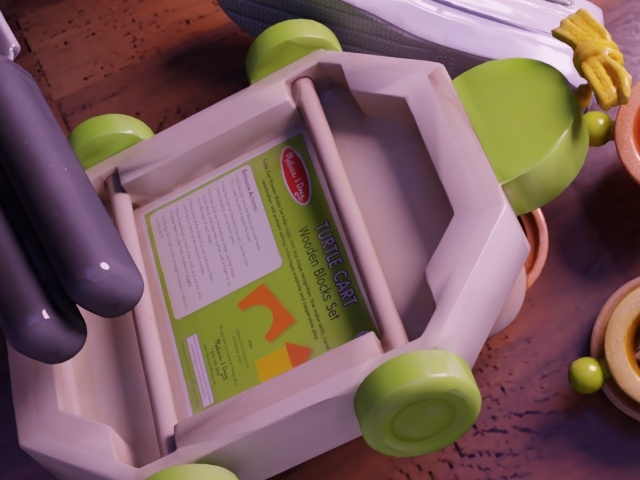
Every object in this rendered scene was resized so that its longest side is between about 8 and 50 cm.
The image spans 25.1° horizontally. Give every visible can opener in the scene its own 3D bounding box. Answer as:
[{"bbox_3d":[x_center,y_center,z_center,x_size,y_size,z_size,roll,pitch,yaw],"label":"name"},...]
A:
[{"bbox_3d":[-0.165,-0.052,0.770,0.076,0.095,0.283,-39,58,9],"label":"can opener"}]

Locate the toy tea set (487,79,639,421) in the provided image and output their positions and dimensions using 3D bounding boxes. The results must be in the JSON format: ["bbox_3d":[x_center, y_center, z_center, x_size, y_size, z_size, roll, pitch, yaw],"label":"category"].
[{"bbox_3d":[0.208,-0.014,0.732,0.336,0.124,0.200,-27,80,5],"label":"toy tea set"}]

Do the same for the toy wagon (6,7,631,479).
[{"bbox_3d":[0.000,0.000,0.722,0.344,0.068,0.267,-26,47,8],"label":"toy wagon"}]

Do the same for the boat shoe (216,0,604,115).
[{"bbox_3d":[0.054,-0.132,0.832,0.226,0.083,0.076,20,62,-3],"label":"boat shoe"}]
